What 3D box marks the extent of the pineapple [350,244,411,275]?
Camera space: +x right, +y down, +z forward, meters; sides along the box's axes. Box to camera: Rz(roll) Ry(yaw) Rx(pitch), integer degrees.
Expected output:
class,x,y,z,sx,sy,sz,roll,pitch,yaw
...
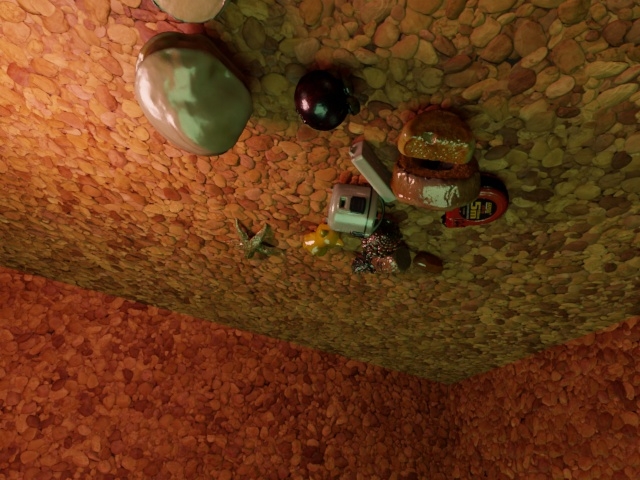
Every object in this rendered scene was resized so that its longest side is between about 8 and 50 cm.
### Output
class,x,y,z,sx,sy,sz,roll,pitch,yaw
pineapple,0.295,0.113,2.238,0.341,0.169,0.169,-15,140,45

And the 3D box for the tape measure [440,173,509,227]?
class,x,y,z,sx,sy,sz,roll,pitch,yaw
tape measure,0.630,-0.160,1.764,0.261,0.113,0.253,-3,144,13

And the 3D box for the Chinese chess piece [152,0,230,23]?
class,x,y,z,sx,sy,sz,roll,pitch,yaw
Chinese chess piece,-0.363,-0.731,1.174,0.258,0.104,0.257,7,147,4

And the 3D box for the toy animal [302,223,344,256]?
class,x,y,z,sx,sy,sz,roll,pitch,yaw
toy animal,0.004,0.002,2.144,0.156,0.155,0.230,27,146,-24

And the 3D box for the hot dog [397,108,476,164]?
class,x,y,z,sx,sy,sz,roll,pitch,yaw
hot dog,0.402,-0.363,1.483,0.257,0.153,0.150,10,151,4

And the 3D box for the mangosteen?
class,x,y,z,sx,sy,sz,roll,pitch,yaw
mangosteen,0.013,-0.462,1.410,0.210,0.209,0.209,7,146,5

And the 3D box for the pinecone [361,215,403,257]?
class,x,y,z,sx,sy,sz,roll,pitch,yaw
pinecone,0.277,-0.008,2.027,0.169,0.185,0.212,10,166,-26

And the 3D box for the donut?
class,x,y,z,sx,sy,sz,roll,pitch,yaw
donut,0.422,-0.227,1.570,0.318,0.299,0.150,-13,132,-8

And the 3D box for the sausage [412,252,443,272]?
class,x,y,z,sx,sy,sz,roll,pitch,yaw
sausage,0.560,0.119,2.223,0.179,0.089,0.089,20,145,-25

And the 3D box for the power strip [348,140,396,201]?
class,x,y,z,sx,sy,sz,roll,pitch,yaw
power strip,0.225,-0.265,1.723,0.058,0.098,0.338,-18,138,31

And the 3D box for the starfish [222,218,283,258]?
class,x,y,z,sx,sy,sz,roll,pitch,yaw
starfish,-0.393,0.011,2.324,0.348,0.078,0.358,-7,143,28

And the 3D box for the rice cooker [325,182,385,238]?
class,x,y,z,sx,sy,sz,roll,pitch,yaw
rice cooker,0.151,-0.129,1.832,0.244,0.225,0.226,11,147,0

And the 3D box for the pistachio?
class,x,y,z,sx,sy,sz,roll,pitch,yaw
pistachio,-0.409,-0.463,1.425,0.366,0.281,0.445,-10,144,3
